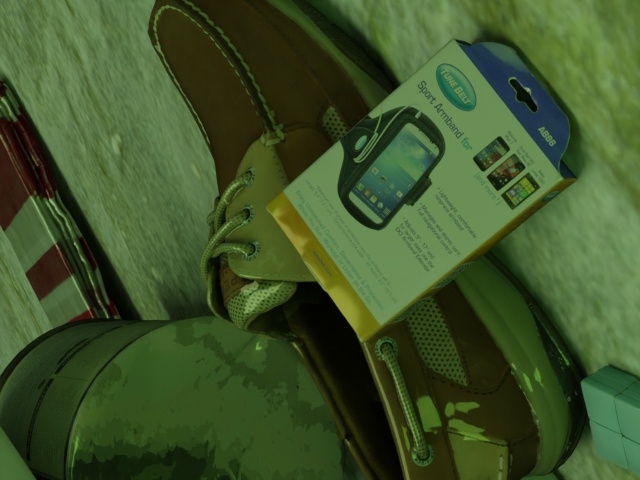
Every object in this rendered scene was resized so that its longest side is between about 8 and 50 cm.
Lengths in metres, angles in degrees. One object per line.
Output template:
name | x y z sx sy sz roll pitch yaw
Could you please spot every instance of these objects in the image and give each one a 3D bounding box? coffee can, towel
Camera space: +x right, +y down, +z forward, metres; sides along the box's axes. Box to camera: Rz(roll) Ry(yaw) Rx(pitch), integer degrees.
coffee can | -0.131 0.158 1.024 0.201 0.202 0.275 64 156 -8
towel | -0.269 0.011 1.343 0.329 0.037 0.237 63 158 -1

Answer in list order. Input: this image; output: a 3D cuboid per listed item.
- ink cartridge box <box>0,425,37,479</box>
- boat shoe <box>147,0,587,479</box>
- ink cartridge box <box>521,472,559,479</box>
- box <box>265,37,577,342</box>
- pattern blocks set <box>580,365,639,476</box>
ink cartridge box | -0.233 0.232 0.914 0.278 0.117 0.201 52 155 15
boat shoe | 0.000 0.000 0.691 0.324 0.120 0.122 53 155 15
ink cartridge box | 0.115 0.205 0.751 0.175 0.072 0.127 52 155 17
box | 0.049 -0.026 0.604 0.081 0.136 0.028 55 -161 13
pattern blocks set | 0.235 0.171 0.536 0.325 0.026 0.285 10 126 60
